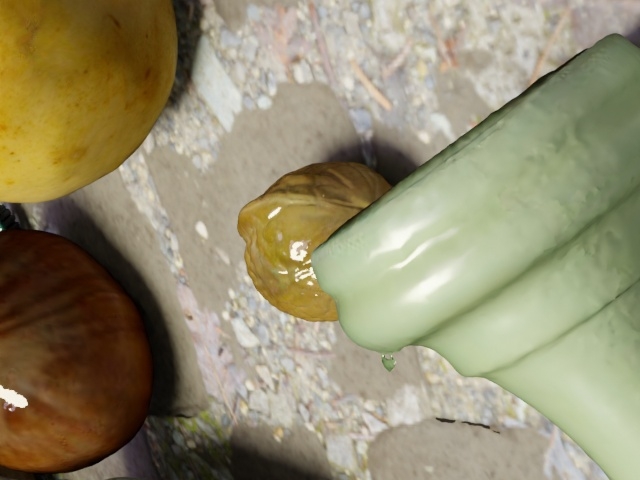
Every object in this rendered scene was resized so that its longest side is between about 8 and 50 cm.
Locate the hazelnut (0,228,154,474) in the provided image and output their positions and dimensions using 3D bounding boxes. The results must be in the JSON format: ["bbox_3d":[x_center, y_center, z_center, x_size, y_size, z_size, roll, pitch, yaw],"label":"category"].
[{"bbox_3d":[-0.239,0.096,1.104,0.210,0.210,0.186,55,137,13],"label":"hazelnut"}]

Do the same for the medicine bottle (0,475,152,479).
[{"bbox_3d":[-0.153,0.300,1.019,0.306,0.245,0.245,5,115,29],"label":"medicine bottle"}]

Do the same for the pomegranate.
[{"bbox_3d":[-0.209,-0.137,0.923,0.233,0.233,0.233,27,128,39],"label":"pomegranate"}]

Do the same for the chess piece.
[{"bbox_3d":[0.153,0.072,0.650,0.299,0.194,0.194,54,142,0],"label":"chess piece"}]

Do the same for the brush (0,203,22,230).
[{"bbox_3d":[-0.252,0.051,1.233,0.043,0.032,0.193,-14,111,48],"label":"brush"}]

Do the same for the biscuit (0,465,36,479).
[{"bbox_3d":[-0.307,0.358,1.412,0.367,0.063,0.314,10,116,53],"label":"biscuit"}]

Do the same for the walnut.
[{"bbox_3d":[0.000,0.000,0.843,0.124,0.105,0.105,-10,101,52],"label":"walnut"}]
